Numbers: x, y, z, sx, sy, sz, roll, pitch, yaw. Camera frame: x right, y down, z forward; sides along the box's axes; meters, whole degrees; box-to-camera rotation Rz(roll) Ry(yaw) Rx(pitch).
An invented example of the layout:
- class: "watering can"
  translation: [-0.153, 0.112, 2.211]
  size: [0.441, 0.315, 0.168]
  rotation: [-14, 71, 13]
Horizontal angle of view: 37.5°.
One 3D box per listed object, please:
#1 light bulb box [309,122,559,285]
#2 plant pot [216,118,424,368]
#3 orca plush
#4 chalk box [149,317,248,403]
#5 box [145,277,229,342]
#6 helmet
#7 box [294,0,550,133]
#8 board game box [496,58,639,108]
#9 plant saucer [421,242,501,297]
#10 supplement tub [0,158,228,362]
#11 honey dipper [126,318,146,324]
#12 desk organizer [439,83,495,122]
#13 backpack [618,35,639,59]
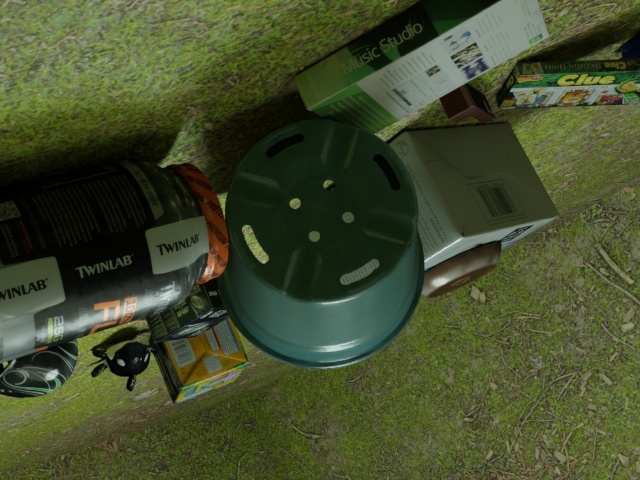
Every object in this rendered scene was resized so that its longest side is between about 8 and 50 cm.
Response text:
- class: "light bulb box"
  translation: [0.198, -0.040, 1.847]
  size: [0.358, 0.225, 0.361]
  rotation: [-11, 161, -46]
- class: "plant pot"
  translation: [0.000, 0.000, 1.377]
  size: [0.341, 0.341, 0.334]
  rotation: [-23, 167, -6]
- class: "orca plush"
  translation: [-0.477, 0.311, 2.243]
  size: [0.151, 0.102, 0.287]
  rotation: [6, 162, -38]
- class: "chalk box"
  translation: [-0.308, 0.283, 2.337]
  size: [0.179, 0.180, 0.289]
  rotation: [-20, 168, -19]
- class: "box"
  translation: [-0.272, 0.151, 2.089]
  size: [0.180, 0.077, 0.147]
  rotation: [-31, 165, 26]
- class: "helmet"
  translation: [-0.507, 0.197, 1.652]
  size: [0.169, 0.169, 0.162]
  rotation: [-30, 150, 24]
- class: "box"
  translation: [0.145, -0.251, 1.281]
  size: [0.322, 0.058, 0.232]
  rotation: [-29, 167, 14]
- class: "board game box"
  translation: [0.448, -0.270, 1.631]
  size: [0.260, 0.030, 0.136]
  rotation: [-3, 161, -5]
- class: "plant saucer"
  translation: [0.261, 0.064, 1.793]
  size: [0.199, 0.036, 0.198]
  rotation: [-22, 166, -6]
- class: "supplement tub"
  translation: [-0.301, 0.016, 1.189]
  size: [0.338, 0.207, 0.207]
  rotation: [-17, 165, -29]
- class: "honey dipper"
  translation: [-0.381, 0.176, 2.111]
  size: [0.030, 0.030, 0.161]
  rotation: [-31, 162, 26]
- class: "desk organizer"
  translation: [0.249, -0.225, 1.596]
  size: [0.050, 0.047, 0.130]
  rotation: [-27, 167, 21]
- class: "backpack"
  translation: [0.597, -0.321, 1.723]
  size: [0.098, 0.101, 0.120]
  rotation: [-9, 168, -27]
